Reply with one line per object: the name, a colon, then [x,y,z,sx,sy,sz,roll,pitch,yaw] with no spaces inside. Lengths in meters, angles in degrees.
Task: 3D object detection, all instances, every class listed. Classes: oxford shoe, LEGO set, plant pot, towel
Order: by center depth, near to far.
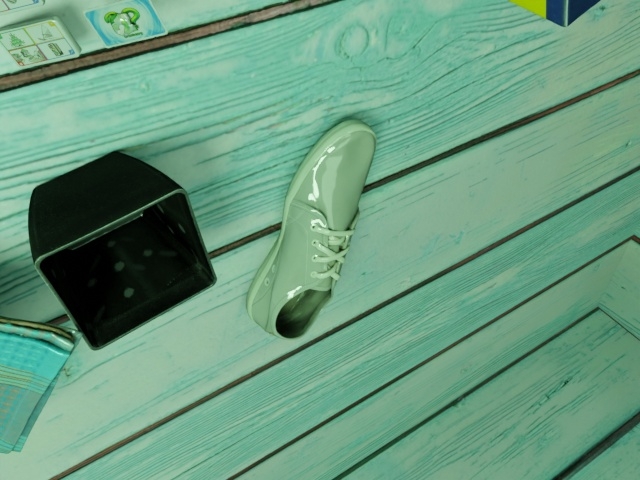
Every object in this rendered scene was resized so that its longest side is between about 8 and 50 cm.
LEGO set: [-0.243,-0.277,0.624,0.244,0.060,0.182,-8,144,13]
towel: [-0.509,0.161,0.741,0.370,0.040,0.271,17,127,-30]
plant pot: [-0.273,-0.006,0.828,0.187,0.167,0.188,-30,143,-19]
oxford shoe: [0.000,0.000,1.129,0.169,0.130,0.449,1,123,-42]

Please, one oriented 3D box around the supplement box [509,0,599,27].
supplement box: [0.204,-0.430,0.700,0.194,0.356,0.195,-38,143,-8]
